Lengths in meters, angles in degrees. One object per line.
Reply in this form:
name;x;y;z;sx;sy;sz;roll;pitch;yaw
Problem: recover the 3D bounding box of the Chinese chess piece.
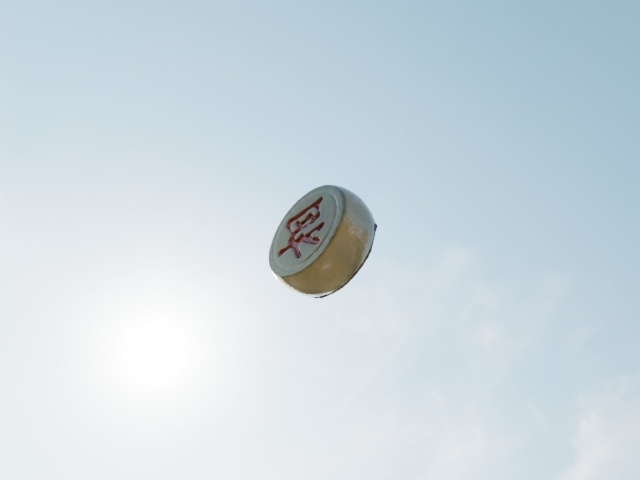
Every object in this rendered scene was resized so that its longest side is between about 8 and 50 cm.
Chinese chess piece;0.000;0.000;0.731;0.122;0.122;0.051;-28;-51;34
